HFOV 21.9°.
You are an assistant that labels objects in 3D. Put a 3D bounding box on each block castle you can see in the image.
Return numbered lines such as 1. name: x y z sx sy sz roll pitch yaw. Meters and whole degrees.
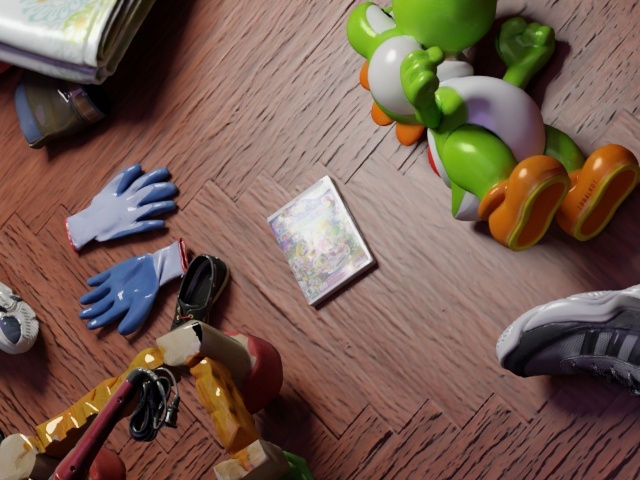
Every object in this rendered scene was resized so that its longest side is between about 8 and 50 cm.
1. block castle: -0.102 0.333 1.628 0.303 0.213 0.453 -36 61 11

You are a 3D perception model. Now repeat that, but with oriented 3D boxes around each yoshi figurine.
1. yoshi figurine: 0.160 -0.166 1.669 0.203 0.203 0.362 -37 55 -5

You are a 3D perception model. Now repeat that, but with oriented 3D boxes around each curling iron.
1. curling iron: -0.232 0.231 1.581 0.274 0.035 0.068 -48 59 3

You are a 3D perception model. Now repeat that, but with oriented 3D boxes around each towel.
1. towel: -0.344 -0.366 1.996 0.374 0.090 0.320 18 65 22

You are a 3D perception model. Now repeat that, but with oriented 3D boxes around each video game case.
1. video game case: 0.000 0.000 1.797 0.087 0.011 0.122 -36 59 15

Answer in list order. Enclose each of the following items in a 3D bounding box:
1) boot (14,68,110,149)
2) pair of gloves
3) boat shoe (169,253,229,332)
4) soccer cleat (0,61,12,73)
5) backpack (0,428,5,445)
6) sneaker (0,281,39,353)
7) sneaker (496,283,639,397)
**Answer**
1. boot: -0.344 -0.217 2.027 0.106 0.082 0.219 -32 62 14
2. pair of gloves: -0.223 0.012 1.915 0.159 0.023 0.198 -28 61 21
3. boat shoe: -0.144 0.078 1.836 0.049 0.042 0.133 18 84 31
4. soccer cleat: -0.429 -0.323 2.117 0.095 0.083 0.248 -9 72 32
5. backpack: -0.441 0.247 1.880 0.166 0.144 0.188 -28 47 -12
6. sneaker: -0.438 0.106 1.964 0.235 0.094 0.153 38 95 34
7. sneaker: 0.293 0.126 1.530 0.268 0.101 0.153 -13 65 23
